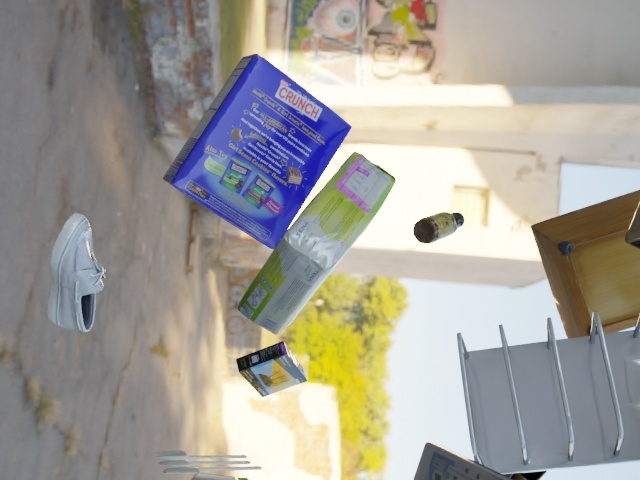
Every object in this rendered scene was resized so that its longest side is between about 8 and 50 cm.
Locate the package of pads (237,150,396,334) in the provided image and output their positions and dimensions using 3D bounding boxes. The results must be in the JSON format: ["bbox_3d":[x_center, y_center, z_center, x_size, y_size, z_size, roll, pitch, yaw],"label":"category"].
[{"bbox_3d":[0.000,0.000,1.362,0.296,0.101,0.229,-53,179,-45],"label":"package of pads"}]

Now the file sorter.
[{"bbox_3d":[0.342,0.215,1.130,0.173,0.278,0.192,56,27,-60],"label":"file sorter"}]

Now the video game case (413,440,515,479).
[{"bbox_3d":[0.152,0.422,0.979,0.329,0.036,0.299,160,-49,-77],"label":"video game case"}]

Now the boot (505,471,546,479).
[{"bbox_3d":[0.308,0.439,1.396,0.305,0.112,0.115,-45,176,-14],"label":"boot"}]

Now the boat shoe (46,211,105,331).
[{"bbox_3d":[-0.303,0.047,0.993,0.066,0.063,0.184,-64,176,-58],"label":"boat shoe"}]

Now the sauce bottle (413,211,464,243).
[{"bbox_3d":[0.186,-0.024,1.220,0.128,0.042,0.042,-20,119,-58],"label":"sauce bottle"}]

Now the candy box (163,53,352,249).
[{"bbox_3d":[-0.130,-0.185,1.657,0.317,0.268,0.122,-57,-155,-2],"label":"candy box"}]

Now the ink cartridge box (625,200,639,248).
[{"bbox_3d":[0.545,-0.096,1.106,0.234,0.088,0.193,-64,180,-8],"label":"ink cartridge box"}]

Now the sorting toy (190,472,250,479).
[{"bbox_3d":[-0.138,0.329,1.067,0.062,0.083,0.012,124,-29,-46],"label":"sorting toy"}]

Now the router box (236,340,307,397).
[{"bbox_3d":[-0.125,0.337,2.051,0.179,0.133,0.046,61,9,-54],"label":"router box"}]

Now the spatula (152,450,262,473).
[{"bbox_3d":[-0.277,0.540,1.928,0.168,0.242,0.019,175,-81,-68],"label":"spatula"}]

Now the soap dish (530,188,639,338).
[{"bbox_3d":[0.539,0.038,1.355,0.118,0.291,0.228,-66,136,-74],"label":"soap dish"}]
